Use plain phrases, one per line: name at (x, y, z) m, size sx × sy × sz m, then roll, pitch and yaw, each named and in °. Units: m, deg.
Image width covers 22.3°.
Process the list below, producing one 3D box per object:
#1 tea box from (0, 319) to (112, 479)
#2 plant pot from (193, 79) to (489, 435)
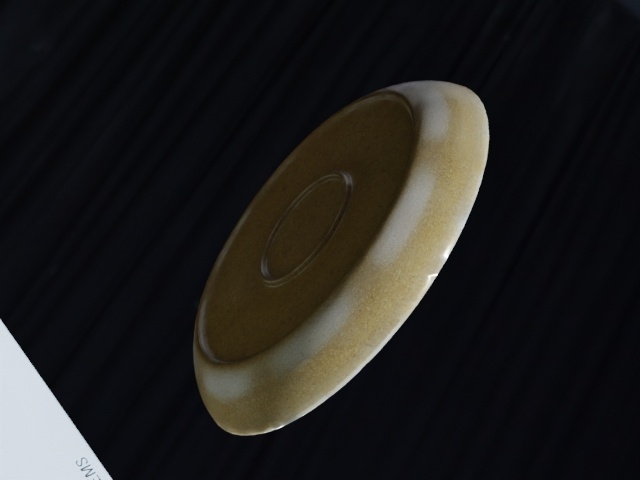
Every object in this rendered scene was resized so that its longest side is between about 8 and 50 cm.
tea box at (-0.270, 0.225, 0.852) m, size 0.329 × 0.323 × 0.220 m, roll 53°, pitch 127°, yaw 12°
plant pot at (0.000, 0.000, 0.914) m, size 0.032 × 0.236 × 0.236 m, roll 36°, pitch 149°, yaw -22°
